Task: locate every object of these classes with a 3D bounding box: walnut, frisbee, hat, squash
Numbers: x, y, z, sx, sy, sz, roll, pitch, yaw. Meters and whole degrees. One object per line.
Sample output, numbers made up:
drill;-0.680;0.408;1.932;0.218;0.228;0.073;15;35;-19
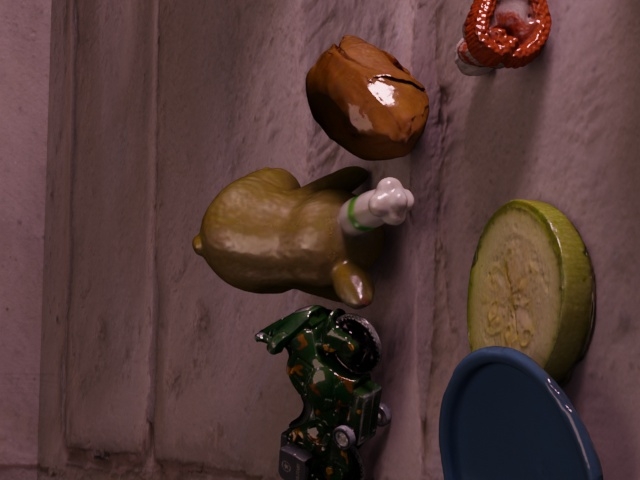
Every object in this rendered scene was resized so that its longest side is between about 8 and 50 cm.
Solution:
walnut;0.057;-0.175;1.952;0.245;0.137;0.137;-135;53;-58
frisbee;0.219;0.248;1.642;0.289;0.049;0.289;32;127;55
hat;0.186;-0.225;1.748;0.112;0.094;0.162;-65;14;-17
squash;0.217;0.064;1.697;0.219;0.041;0.219;-17;71;63

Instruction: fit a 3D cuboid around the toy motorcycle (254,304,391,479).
toy motorcycle;-0.004;0.194;1.996;0.187;0.125;0.274;25;123;34

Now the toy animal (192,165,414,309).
toy animal;0.007;-0.002;2.020;0.363;0.180;0.181;4;97;42
